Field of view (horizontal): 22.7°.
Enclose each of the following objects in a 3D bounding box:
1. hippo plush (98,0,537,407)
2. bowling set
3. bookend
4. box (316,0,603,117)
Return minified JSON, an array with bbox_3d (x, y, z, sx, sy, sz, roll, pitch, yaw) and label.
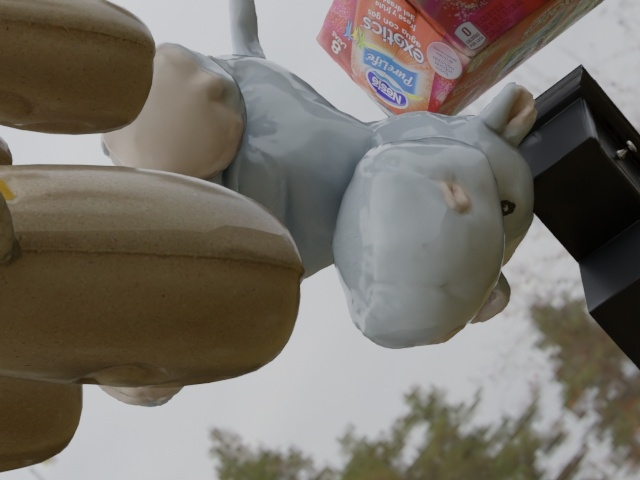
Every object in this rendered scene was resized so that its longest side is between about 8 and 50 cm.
[{"bbox_3d":[0.000,0.000,0.954,0.294,0.236,0.234,-57,-18,-69],"label":"hippo plush"},{"bbox_3d":[-0.143,-0.025,0.432,0.154,0.200,0.287,6,-26,-35],"label":"bowling set"},{"bbox_3d":[0.187,-0.006,0.989,0.072,0.157,0.156,-37,18,19],"label":"bookend"},{"bbox_3d":[0.134,-0.207,1.222,0.257,0.122,0.128,-38,-11,-29],"label":"box"}]
